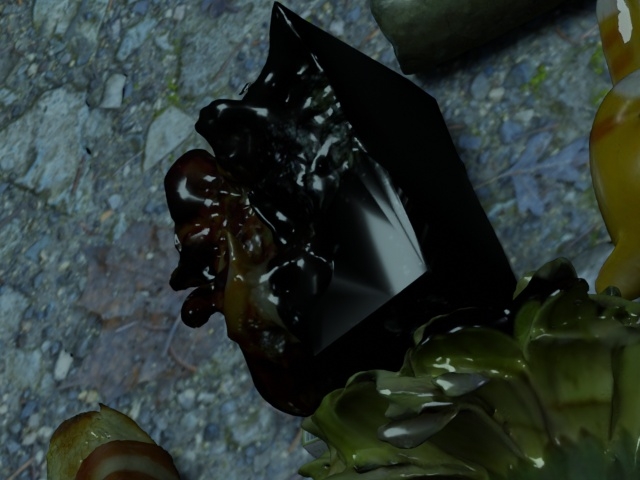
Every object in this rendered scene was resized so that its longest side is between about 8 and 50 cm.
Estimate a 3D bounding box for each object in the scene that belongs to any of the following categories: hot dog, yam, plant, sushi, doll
[{"bbox_3d":[-0.143,0.214,1.265,0.123,0.093,0.261,-44,27,18],"label":"hot dog"},{"bbox_3d":[0.154,-0.212,1.319,0.259,0.093,0.093,-25,48,24],"label":"yam"},{"bbox_3d":[0.123,0.133,0.978,0.306,0.261,0.297,-23,48,41],"label":"plant"},{"bbox_3d":[0.001,0.001,1.237,0.212,0.215,0.227,-38,64,19],"label":"sushi"},{"bbox_3d":[0.249,-0.099,1.110,0.166,0.162,0.270,-2,57,27],"label":"doll"}]

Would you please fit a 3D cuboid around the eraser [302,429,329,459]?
[{"bbox_3d":[0.031,0.132,1.216,0.083,0.038,0.019,-23,44,25],"label":"eraser"}]
